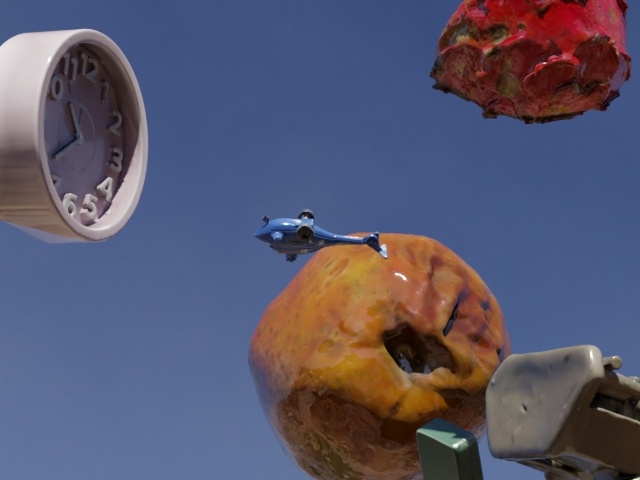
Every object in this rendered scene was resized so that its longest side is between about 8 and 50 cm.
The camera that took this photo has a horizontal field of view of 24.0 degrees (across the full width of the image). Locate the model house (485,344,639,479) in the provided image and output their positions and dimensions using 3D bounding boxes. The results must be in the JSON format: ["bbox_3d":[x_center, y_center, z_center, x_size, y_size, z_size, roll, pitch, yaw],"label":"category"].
[{"bbox_3d":[0.293,0.208,1.639,0.188,0.122,0.229,29,-21,-15],"label":"model house"}]

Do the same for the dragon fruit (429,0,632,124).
[{"bbox_3d":[0.259,-0.242,1.773,0.261,0.163,0.189,-21,-62,-12],"label":"dragon fruit"}]

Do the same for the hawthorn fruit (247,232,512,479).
[{"bbox_3d":[0.118,0.204,2.493,0.471,0.472,0.472,3,-29,2],"label":"hawthorn fruit"}]

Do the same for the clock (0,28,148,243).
[{"bbox_3d":[-0.235,-0.096,1.392,0.068,0.197,0.197,-2,-29,23],"label":"clock"}]

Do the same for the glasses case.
[{"bbox_3d":[0.169,0.316,1.887,0.078,0.039,0.184,21,-50,49],"label":"glasses case"}]

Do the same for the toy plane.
[{"bbox_3d":[0.000,0.000,1.856,0.167,0.054,0.062,3,-65,-1],"label":"toy plane"}]
